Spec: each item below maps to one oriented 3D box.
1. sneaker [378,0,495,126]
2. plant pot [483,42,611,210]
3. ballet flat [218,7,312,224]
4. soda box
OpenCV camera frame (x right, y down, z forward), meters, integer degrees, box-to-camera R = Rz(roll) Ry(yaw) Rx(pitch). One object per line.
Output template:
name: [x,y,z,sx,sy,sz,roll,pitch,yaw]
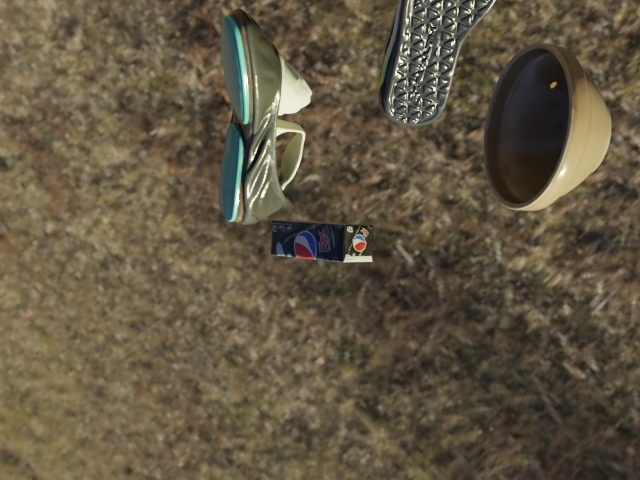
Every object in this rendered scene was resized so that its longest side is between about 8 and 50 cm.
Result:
sneaker: [0.101,-0.216,1.036,0.084,0.097,0.234,12,130,-14]
plant pot: [0.335,-0.156,1.571,0.237,0.110,0.237,-174,90,-71]
ballet flat: [-0.065,-0.142,1.252,0.280,0.096,0.095,97,153,-42]
soda box: [0.000,0.000,1.592,0.169,0.060,0.053,4,93,51]
